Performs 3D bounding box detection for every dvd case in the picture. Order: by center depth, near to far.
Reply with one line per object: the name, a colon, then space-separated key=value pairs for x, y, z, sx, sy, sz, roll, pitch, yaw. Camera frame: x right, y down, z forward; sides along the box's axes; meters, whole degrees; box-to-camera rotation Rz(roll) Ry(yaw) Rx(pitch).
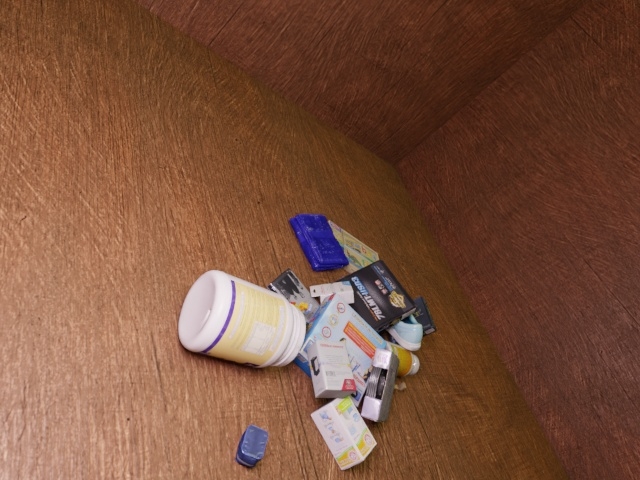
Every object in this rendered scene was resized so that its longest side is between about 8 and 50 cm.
dvd case: x=-0.098 y=0.241 z=1.750 sx=0.239 sy=0.029 sz=0.179 roll=51 pitch=27 yaw=0

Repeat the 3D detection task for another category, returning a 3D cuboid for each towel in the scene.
towel: x=0.000 y=0.000 z=2.087 sx=0.227 sy=0.076 sz=0.308 roll=-5 pitch=57 yaw=-38

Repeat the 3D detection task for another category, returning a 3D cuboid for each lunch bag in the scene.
lunch bag: x=-0.191 y=0.566 z=1.173 sx=0.067 sy=0.065 sz=0.098 roll=28 pitch=32 yaw=-8

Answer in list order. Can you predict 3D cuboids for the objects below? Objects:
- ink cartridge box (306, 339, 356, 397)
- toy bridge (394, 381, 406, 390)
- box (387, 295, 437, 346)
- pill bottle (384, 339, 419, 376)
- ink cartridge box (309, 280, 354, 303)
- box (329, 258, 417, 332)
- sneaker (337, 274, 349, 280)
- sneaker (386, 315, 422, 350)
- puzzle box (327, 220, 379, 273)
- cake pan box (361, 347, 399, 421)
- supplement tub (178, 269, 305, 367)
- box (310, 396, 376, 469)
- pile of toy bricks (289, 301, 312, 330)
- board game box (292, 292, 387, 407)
ink cartridge box: x=0.036 y=0.437 z=1.446 sx=0.127 sy=0.072 sz=0.175 roll=13 pitch=45 yaw=-31
toy bridge: x=0.284 y=0.606 z=1.829 sx=0.188 sy=0.063 sz=0.026 roll=33 pitch=32 yaw=-27
box: x=0.441 y=0.409 z=2.122 sx=0.059 sy=0.232 sz=0.184 roll=42 pitch=27 yaw=-41
pill bottle: x=0.333 y=0.537 z=1.908 sx=0.245 sy=0.136 sz=0.136 roll=27 pitch=36 yaw=-38
ink cartridge box: x=0.048 y=0.235 z=1.849 sx=0.104 sy=0.180 sz=0.060 roll=-107 pitch=-170 yaw=-69
box: x=0.232 y=0.264 z=1.930 sx=0.293 sy=0.073 sz=0.296 roll=-23 pitch=57 yaw=-16
sneaker: x=0.175 y=0.307 z=2.020 sx=0.131 sy=0.112 sz=0.319 roll=-1 pitch=52 yaw=-36
sneaker: x=0.369 y=0.363 z=2.023 sx=0.135 sy=0.150 sz=0.366 roll=3 pitch=19 yaw=-32
puzzle box: x=0.188 y=0.084 z=2.344 sx=0.408 sy=0.052 sz=0.272 roll=32 pitch=32 yaw=-31
cake pan box: x=0.229 y=0.543 z=1.584 sx=0.267 sy=0.070 sz=0.246 roll=53 pitch=48 yaw=-63
supplement tub: x=-0.234 y=0.252 z=1.306 sx=0.331 sy=0.241 sz=0.241 roll=28 pitch=35 yaw=-36
box: x=0.079 y=0.641 z=1.439 sx=0.114 sy=0.103 sz=0.203 roll=-8 pitch=62 yaw=-58
pile of toy bricks: x=-0.110 y=0.294 z=1.572 sx=0.105 sy=0.118 sz=0.212 roll=34 pitch=42 yaw=-13
board game box: x=0.074 y=0.415 z=1.620 sx=0.308 sy=0.086 sz=0.302 roll=46 pitch=49 yaw=-9
